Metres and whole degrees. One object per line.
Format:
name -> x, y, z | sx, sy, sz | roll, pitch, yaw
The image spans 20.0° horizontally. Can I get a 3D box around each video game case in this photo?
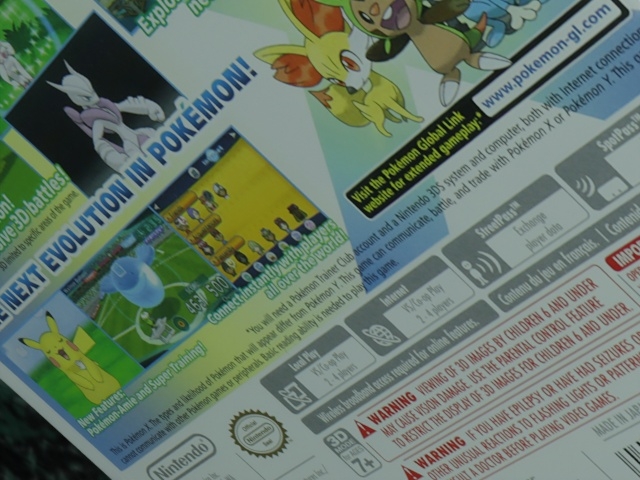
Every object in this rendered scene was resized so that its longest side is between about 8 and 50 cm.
video game case -> 0.000, 0.000, 0.566 | 0.300, 0.036, 0.329 | 44, 139, -7
